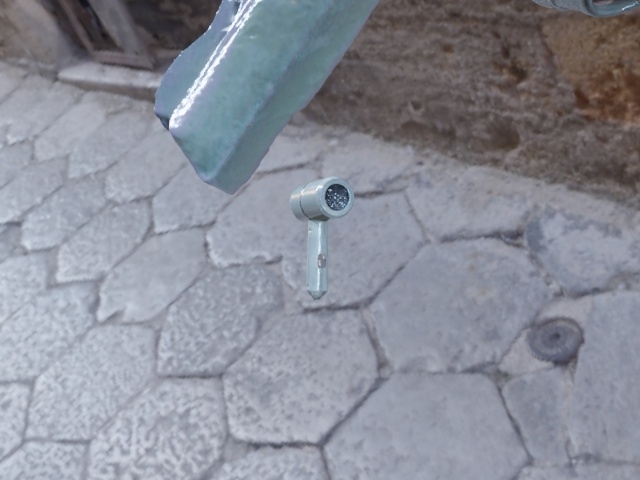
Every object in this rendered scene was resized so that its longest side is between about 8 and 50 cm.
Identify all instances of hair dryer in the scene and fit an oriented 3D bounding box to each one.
[{"bbox_3d":[0.000,0.000,0.943,0.047,0.137,0.082,3,-2,-24],"label":"hair dryer"}]

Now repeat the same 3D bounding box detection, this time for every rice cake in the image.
[{"bbox_3d":[0.004,-0.160,0.447,0.081,0.051,0.290,38,105,18],"label":"rice cake"}]

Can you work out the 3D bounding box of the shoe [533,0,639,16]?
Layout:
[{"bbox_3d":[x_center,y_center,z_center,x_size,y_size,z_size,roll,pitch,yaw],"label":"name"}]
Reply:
[{"bbox_3d":[0.368,-0.334,1.107,0.251,0.103,0.100,0,65,52],"label":"shoe"}]
